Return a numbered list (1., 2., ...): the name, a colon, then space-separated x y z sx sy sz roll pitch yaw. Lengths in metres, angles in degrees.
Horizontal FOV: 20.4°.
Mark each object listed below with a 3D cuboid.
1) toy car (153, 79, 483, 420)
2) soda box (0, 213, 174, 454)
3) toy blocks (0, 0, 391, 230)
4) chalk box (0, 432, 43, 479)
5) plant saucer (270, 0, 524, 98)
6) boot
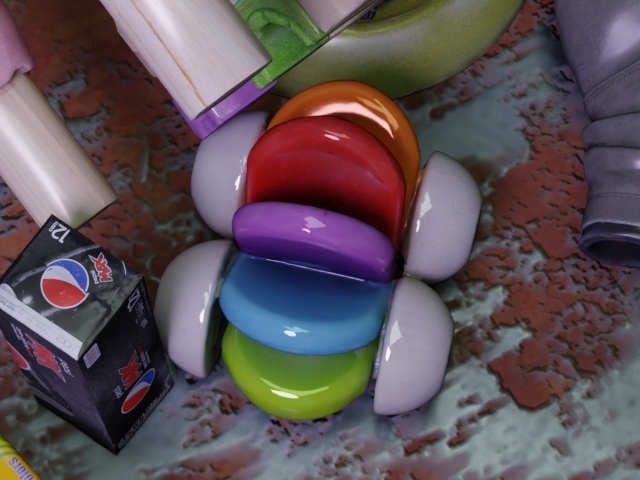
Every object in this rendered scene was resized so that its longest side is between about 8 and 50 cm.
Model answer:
1. toy car: 0.000 0.000 0.935 0.159 0.136 0.182 13 68 5
2. soda box: -0.119 0.052 0.896 0.060 0.169 0.053 32 71 13
3. toy blocks: -0.069 -0.203 0.844 0.309 0.288 0.260 -38 93 -27
4. chalk box: -0.201 0.205 0.854 0.213 0.132 0.132 -42 73 -15
5. plant saucer: 0.014 -0.197 1.070 0.241 0.037 0.241 0 68 1
6. boot: 0.300 -0.095 0.998 0.338 0.118 0.223 -11 71 8
